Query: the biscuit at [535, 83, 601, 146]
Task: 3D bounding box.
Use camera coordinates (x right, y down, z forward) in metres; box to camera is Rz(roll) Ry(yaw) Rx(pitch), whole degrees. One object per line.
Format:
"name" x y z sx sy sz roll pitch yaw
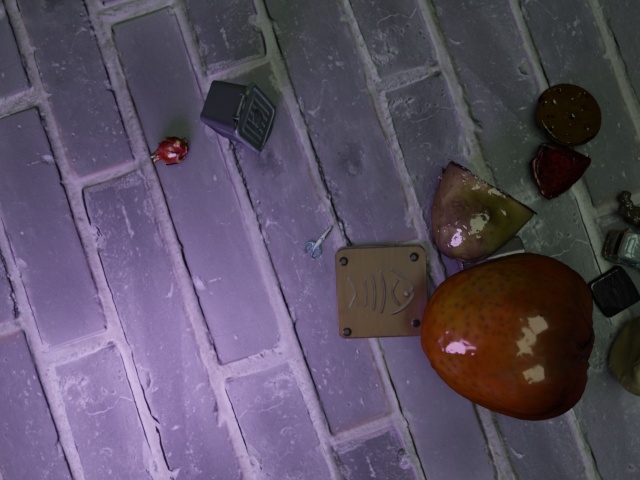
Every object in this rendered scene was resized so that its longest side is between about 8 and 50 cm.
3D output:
"biscuit" 0.759 -0.385 1.647 0.212 0.036 0.212 2 78 -8

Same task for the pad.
"pad" 0.191 0.157 1.666 0.283 0.018 0.287 -2 90 0

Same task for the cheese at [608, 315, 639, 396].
"cheese" 0.927 0.329 1.549 0.117 0.214 0.226 24 95 0

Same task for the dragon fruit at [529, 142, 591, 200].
"dragon fruit" 0.720 -0.211 1.643 0.127 0.120 0.161 4 118 -38

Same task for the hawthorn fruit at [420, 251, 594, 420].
"hawthorn fruit" 0.506 0.252 1.467 0.471 0.472 0.472 0 88 1

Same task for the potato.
"potato" 0.425 -0.062 1.556 0.300 0.288 0.237 35 104 12

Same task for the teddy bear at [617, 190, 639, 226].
"teddy bear" 0.971 -0.073 1.632 0.160 0.078 0.119 25 55 8

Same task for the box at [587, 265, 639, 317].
"box" 0.897 0.158 1.650 0.125 0.027 0.126 -31 89 2

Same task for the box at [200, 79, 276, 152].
"box" -0.242 -0.369 1.586 0.134 0.243 0.163 18 89 14

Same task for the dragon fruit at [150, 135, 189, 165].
"dragon fruit" -0.464 -0.276 1.657 0.116 0.081 0.086 -11 99 0

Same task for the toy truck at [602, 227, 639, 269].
"toy truck" 0.994 0.048 1.593 0.256 0.140 0.108 20 89 1

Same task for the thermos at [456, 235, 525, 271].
"thermos" 0.507 0.041 1.631 0.193 0.105 0.137 -12 63 8

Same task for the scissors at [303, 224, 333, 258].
"scissors" 0.000 0.000 1.673 0.058 0.014 0.119 41 92 -3
